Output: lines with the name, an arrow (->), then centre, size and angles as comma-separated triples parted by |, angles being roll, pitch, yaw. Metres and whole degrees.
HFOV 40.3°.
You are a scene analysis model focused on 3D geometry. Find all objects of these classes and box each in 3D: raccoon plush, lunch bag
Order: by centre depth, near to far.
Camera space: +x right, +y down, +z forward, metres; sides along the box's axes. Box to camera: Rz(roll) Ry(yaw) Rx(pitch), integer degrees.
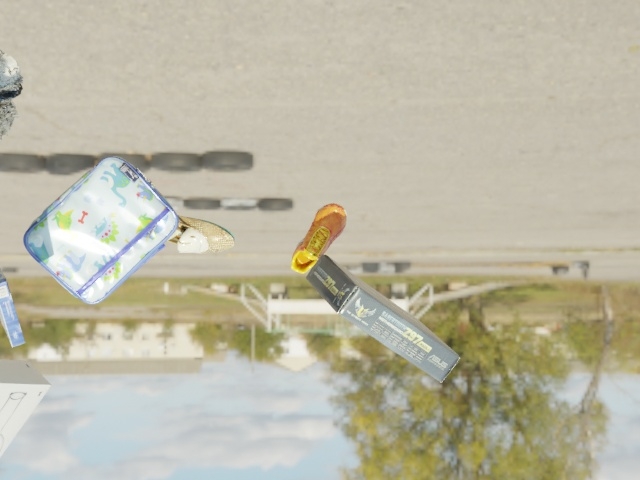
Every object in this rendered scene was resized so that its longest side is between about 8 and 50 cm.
lunch bag -> -0.351, -0.017, 1.417 | 0.219, 0.176, 0.090 | -43, -165, -8
raccoon plush -> -0.847, -0.282, 1.918 | 0.299, 0.216, 0.446 | -47, -173, -24

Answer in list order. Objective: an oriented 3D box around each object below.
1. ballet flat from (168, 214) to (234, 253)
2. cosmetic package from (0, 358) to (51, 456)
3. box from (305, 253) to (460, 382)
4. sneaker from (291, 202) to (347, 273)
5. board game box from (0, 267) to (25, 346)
ballet flat -> -0.257, -0.011, 1.563 | 0.206, 0.073, 0.067 | 17, -137, 13
cosmetic package -> -0.750, 0.365, 1.721 | 0.097, 0.284, 0.377 | 36, -176, 23
box -> 0.100, 0.126, 1.447 | 0.232, 0.059, 0.183 | 35, -176, -22
sneaker -> 0.000, 0.000, 1.615 | 0.064, 0.067, 0.175 | 24, 132, -8
board game box -> -0.421, 0.085, 1.165 | 0.020, 0.090, 0.090 | -18, -157, -24
